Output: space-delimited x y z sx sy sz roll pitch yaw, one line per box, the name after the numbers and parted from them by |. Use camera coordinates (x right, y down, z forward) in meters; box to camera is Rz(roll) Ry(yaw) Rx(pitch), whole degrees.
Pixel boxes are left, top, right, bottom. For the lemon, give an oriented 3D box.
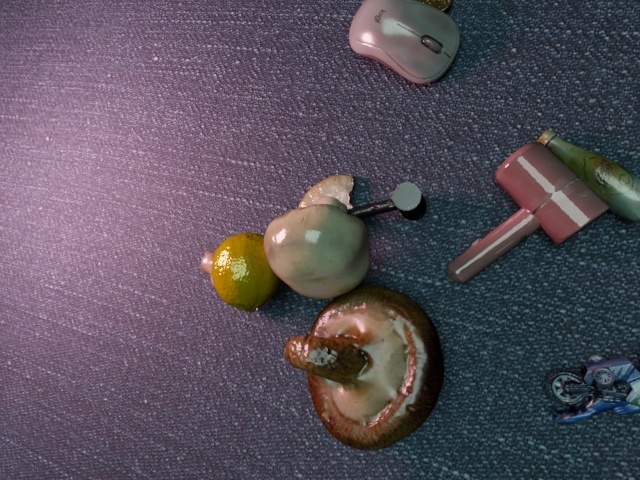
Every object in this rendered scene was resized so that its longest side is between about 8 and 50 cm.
-0.179 0.078 1.009 0.178 0.178 0.203 -13 76 17 | lemon

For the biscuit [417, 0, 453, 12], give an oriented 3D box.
0.258 -0.648 1.115 0.204 0.031 0.138 8 88 22 | biscuit

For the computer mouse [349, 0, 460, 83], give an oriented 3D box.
0.209 -0.537 1.054 0.296 0.121 0.184 37 99 18 | computer mouse

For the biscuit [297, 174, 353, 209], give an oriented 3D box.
0.019 -0.060 1.094 0.188 0.040 0.266 27 90 23 | biscuit

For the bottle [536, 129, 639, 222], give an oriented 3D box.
0.593 -0.151 0.886 0.083 0.083 0.270 -43 68 8 | bottle

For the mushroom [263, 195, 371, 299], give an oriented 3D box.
0.000 0.000 0.936 0.253 0.260 0.235 19 54 -17 | mushroom

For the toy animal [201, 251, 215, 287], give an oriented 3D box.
-0.290 0.089 1.156 0.089 0.083 0.150 -50 57 19 | toy animal

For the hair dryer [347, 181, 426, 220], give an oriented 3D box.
0.137 -0.071 1.018 0.247 0.114 0.071 -15 75 19 | hair dryer

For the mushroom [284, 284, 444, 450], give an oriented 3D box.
0.115 0.273 0.922 0.344 0.239 0.346 4 102 17 | mushroom

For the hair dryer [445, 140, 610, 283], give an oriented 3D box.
0.412 -0.035 0.919 0.352 0.125 0.210 -41 69 16 | hair dryer

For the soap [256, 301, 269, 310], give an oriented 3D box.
-0.187 0.118 1.124 0.100 0.056 0.149 0 80 17 | soap

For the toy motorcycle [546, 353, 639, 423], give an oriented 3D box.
0.589 0.303 0.808 0.254 0.092 0.136 -21 83 24 | toy motorcycle
